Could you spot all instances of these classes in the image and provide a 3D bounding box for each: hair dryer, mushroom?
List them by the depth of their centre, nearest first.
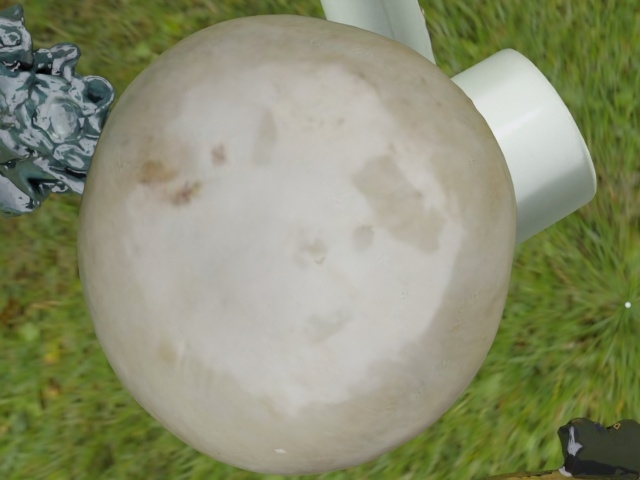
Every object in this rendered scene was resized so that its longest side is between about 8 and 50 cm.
[{"bbox_3d":[0.000,0.000,0.872,0.204,0.204,0.204,0,88,9],"label":"mushroom"},{"bbox_3d":[0.051,-0.109,1.278,0.203,0.362,0.128,-29,48,-8],"label":"hair dryer"}]

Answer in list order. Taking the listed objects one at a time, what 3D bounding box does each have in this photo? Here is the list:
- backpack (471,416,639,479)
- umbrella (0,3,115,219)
[{"bbox_3d":[0.105,0.280,1.155,0.378,0.353,0.201,-57,49,26],"label":"backpack"},{"bbox_3d":[-0.237,-0.074,1.307,0.094,0.349,0.143,-37,105,-29],"label":"umbrella"}]
